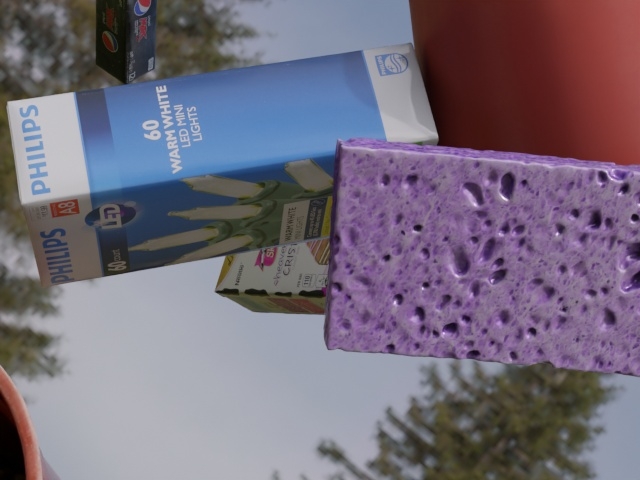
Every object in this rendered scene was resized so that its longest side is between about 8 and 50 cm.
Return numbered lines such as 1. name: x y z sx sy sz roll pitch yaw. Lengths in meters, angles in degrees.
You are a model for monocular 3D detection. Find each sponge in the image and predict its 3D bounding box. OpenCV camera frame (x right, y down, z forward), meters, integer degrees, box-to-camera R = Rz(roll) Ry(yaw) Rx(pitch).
1. sponge: 0.108 0.011 0.796 0.210 0.117 0.031 5 14 -2

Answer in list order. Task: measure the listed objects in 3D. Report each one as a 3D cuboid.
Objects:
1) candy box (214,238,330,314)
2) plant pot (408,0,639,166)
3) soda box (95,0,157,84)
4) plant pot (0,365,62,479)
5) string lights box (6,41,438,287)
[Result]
1. candy box: 0.000 0.000 1.621 0.233 0.159 0.071 -2 -24 45
2. plant pot: 0.181 -0.106 0.974 0.275 0.275 0.243 14 -45 46
3. soda box: -0.238 -0.278 1.774 0.060 0.053 0.169 36 -40 24
4. plant pot: -0.274 0.214 0.960 0.272 0.272 0.265 32 -15 21
5. string lights box: -0.065 -0.048 0.949 0.133 0.260 0.076 100 -21 -65
